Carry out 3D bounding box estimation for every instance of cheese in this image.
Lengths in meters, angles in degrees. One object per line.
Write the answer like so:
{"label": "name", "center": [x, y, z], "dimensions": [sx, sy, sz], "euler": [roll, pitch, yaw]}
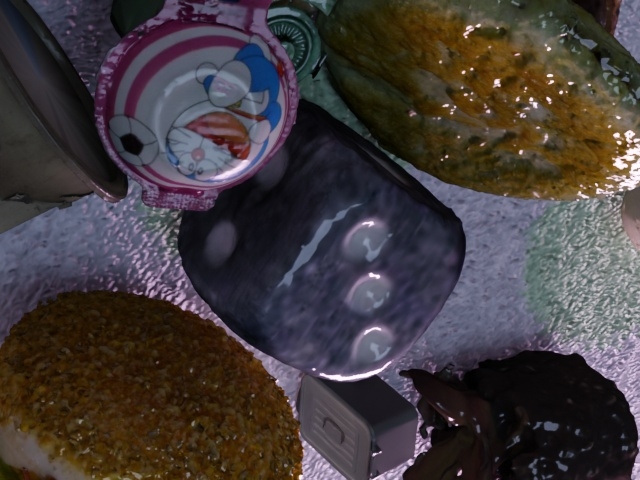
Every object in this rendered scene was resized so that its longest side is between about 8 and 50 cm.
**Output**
{"label": "cheese", "center": [-0.082, -0.130, 1.076], "dimensions": [0.155, 0.062, 0.244], "euler": [6, 115, -20]}

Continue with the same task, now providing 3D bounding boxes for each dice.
{"label": "dice", "center": [0.000, 0.000, 1.277], "dimensions": [0.182, 0.181, 0.183], "euler": [28, 102, -38]}

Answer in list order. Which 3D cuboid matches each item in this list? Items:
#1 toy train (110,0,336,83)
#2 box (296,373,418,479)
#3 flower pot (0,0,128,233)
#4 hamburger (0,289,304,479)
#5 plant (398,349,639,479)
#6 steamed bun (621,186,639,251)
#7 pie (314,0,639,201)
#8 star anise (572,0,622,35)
{"label": "toy train", "center": [-0.037, -0.246, 1.139], "dimensions": [0.159, 0.129, 0.326], "euler": [21, 108, -31]}
{"label": "box", "center": [0.038, 0.178, 1.457], "dimensions": [0.069, 0.122, 0.084], "euler": [-18, 129, -33]}
{"label": "flower pot", "center": [-0.276, -0.069, 1.078], "dimensions": [0.203, 0.212, 0.212], "euler": [-32, 130, 2]}
{"label": "hamburger", "center": [-0.147, 0.164, 1.236], "dimensions": [0.276, 0.294, 0.179], "euler": [17, 126, -23]}
{"label": "plant", "center": [0.200, 0.216, 1.528], "dimensions": [0.234, 0.178, 0.204], "euler": [-14, 126, -28]}
{"label": "steamed bun", "center": [0.361, -0.033, 1.514], "dimensions": [0.112, 0.091, 0.130], "euler": [-48, 128, 8]}
{"label": "pie", "center": [0.140, -0.130, 1.234], "dimensions": [0.323, 0.323, 0.070], "euler": [51, 56, -40]}
{"label": "star anise", "center": [0.199, -0.229, 1.268], "dimensions": [0.214, 0.099, 0.220], "euler": [-21, 110, -58]}
